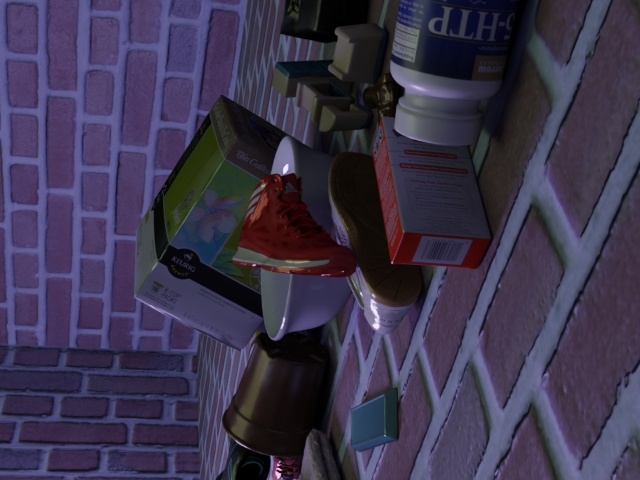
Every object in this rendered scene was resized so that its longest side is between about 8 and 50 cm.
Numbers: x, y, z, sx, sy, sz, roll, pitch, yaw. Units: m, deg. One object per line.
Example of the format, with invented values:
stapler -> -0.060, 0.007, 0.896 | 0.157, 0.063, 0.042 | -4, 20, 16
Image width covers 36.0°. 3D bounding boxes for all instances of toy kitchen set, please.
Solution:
toy kitchen set -> 0.033, -0.275, 1.508 | 0.207, 0.122, 0.166 | 47, 135, 46

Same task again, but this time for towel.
towel -> 0.004, 0.439, 1.505 | 0.282, 0.049, 0.187 | -109, 26, -65

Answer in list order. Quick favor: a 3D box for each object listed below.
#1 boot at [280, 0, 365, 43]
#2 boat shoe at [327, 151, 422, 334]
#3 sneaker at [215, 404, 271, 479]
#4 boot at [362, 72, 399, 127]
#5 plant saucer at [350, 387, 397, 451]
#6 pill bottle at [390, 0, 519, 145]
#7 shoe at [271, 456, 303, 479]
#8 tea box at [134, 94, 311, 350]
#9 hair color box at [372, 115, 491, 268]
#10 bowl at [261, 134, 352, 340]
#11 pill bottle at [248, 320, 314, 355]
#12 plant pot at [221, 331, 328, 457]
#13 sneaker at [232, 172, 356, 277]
boot -> 0.002, -0.555, 1.642 | 0.367, 0.146, 0.445 | -128, 39, -76
boat shoe -> 0.056, 0.000, 1.262 | 0.277, 0.098, 0.096 | -99, 18, -44
sneaker -> -0.117, 0.369, 1.748 | 0.106, 0.101, 0.267 | -39, 35, 51
boot -> 0.084, -0.157, 1.341 | 0.106, 0.037, 0.114 | 127, 140, -73
plant saucer -> 0.069, 0.243, 1.323 | 0.192, 0.018, 0.067 | 129, 143, -69
pill bottle -> 0.126, -0.192, 0.944 | 0.112, 0.112, 0.186 | -114, 30, -66
shoe -> -0.054, 0.395, 1.774 | 0.178, 0.063, 0.081 | 149, 123, -82
tea box -> -0.158, -0.043, 1.745 | 0.323, 0.220, 0.329 | -56, 19, 13
hair color box -> 0.111, -0.051, 1.021 | 0.053, 0.093, 0.167 | 107, 163, -48
bowl -> 0.000, 0.000, 1.444 | 0.298, 0.134, 0.298 | -176, 90, -79
pill bottle -> -0.077, 0.141, 1.815 | 0.215, 0.117, 0.117 | -99, 17, -48
plant pot -> -0.067, 0.249, 1.661 | 0.167, 0.167, 0.165 | -115, 38, -67
sneaker -> -0.035, -0.023, 1.226 | 0.221, 0.087, 0.128 | 5, 89, 49
